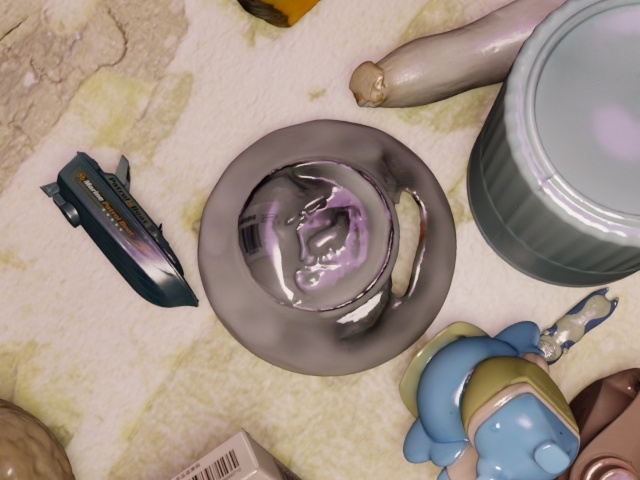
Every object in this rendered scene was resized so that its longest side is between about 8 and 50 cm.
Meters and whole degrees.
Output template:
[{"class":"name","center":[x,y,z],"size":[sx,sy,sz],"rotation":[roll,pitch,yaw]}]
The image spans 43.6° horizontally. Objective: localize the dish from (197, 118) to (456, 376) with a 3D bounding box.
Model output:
[{"class":"dish","center":[0.000,0.000,0.942],"size":[0.324,0.124,0.324],"rotation":[-1,82,7]}]

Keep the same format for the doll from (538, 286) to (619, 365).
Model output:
[{"class":"doll","center":[0.297,0.101,0.940],"size":[0.125,0.027,0.037],"rotation":[-41,72,0]}]

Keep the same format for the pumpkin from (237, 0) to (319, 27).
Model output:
[{"class":"pumpkin","center":[0.001,-0.363,0.987],"size":[0.281,0.139,0.190],"rotation":[11,80,11]}]

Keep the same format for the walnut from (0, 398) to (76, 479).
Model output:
[{"class":"walnut","center":[-0.402,0.301,0.896],"size":[0.248,0.248,0.248],"rotation":[-1,82,7]}]

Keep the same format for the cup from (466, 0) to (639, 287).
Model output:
[{"class":"cup","center":[0.327,-0.095,0.821],"size":[0.331,0.311,0.256],"rotation":[-7,82,6]}]

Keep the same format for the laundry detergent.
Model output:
[{"class":"laundry detergent","center":[0.297,0.205,0.820],"size":[0.076,0.237,0.171],"rotation":[34,86,11]}]

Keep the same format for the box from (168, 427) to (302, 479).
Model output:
[{"class":"box","center":[-0.169,0.366,0.869],"size":[0.353,0.214,0.069],"rotation":[-34,44,2]}]

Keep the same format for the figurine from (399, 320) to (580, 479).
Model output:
[{"class":"figurine","center":[0.168,0.184,0.832],"size":[0.154,0.262,0.180],"rotation":[16,110,-6]}]

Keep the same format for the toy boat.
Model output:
[{"class":"toy boat","center":[-0.230,-0.008,0.988],"size":[0.103,0.093,0.246],"rotation":[-38,79,-21]}]

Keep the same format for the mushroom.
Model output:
[{"class":"mushroom","center":[0.205,-0.228,0.957],"size":[0.351,0.109,0.097],"rotation":[-19,95,2]}]
